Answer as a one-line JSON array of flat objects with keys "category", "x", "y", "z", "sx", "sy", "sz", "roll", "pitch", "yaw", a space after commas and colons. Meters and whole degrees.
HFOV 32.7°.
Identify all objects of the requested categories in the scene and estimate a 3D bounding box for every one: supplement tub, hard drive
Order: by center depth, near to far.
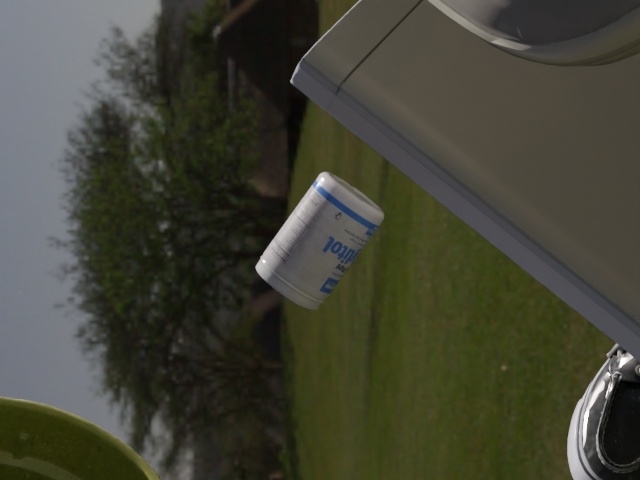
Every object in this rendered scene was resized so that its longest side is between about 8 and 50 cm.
[{"category": "hard drive", "x": 0.184, "y": -0.082, "z": 0.807, "sx": 0.233, "sy": 0.353, "sz": 0.047, "roll": -49, "pitch": -4, "yaw": -31}, {"category": "supplement tub", "x": 0.000, "y": 0.000, "z": 0.964, "sx": 0.107, "sy": 0.071, "sz": 0.071, "roll": -55, "pitch": 8, "yaw": 9}]

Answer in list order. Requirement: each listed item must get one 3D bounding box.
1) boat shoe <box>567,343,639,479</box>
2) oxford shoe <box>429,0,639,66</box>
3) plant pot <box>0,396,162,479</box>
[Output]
[{"category": "boat shoe", "x": 0.353, "y": 0.130, "z": 1.116, "sx": 0.306, "sy": 0.113, "sz": 0.105, "roll": -46, "pitch": -22, "yaw": -26}, {"category": "oxford shoe", "x": 0.016, "y": -0.264, "z": 0.456, "sx": 0.130, "sy": 0.169, "sz": 0.449, "roll": 2, "pitch": -122, "yaw": -56}, {"category": "plant pot", "x": -0.288, "y": 0.315, "z": 0.919, "sx": 0.276, "sy": 0.276, "sz": 0.254, "roll": -94, "pitch": 26, "yaw": -65}]
